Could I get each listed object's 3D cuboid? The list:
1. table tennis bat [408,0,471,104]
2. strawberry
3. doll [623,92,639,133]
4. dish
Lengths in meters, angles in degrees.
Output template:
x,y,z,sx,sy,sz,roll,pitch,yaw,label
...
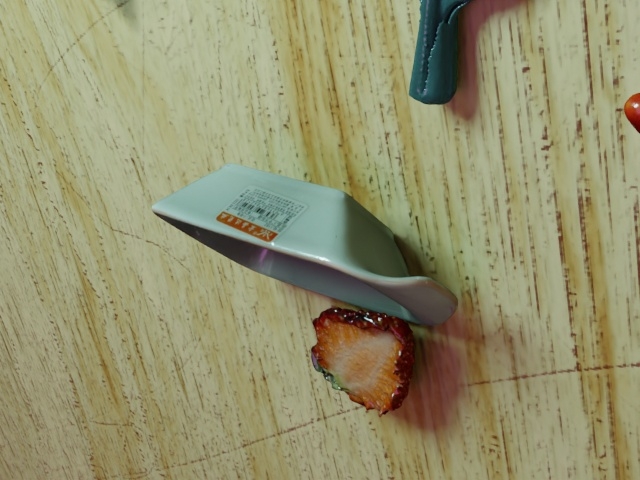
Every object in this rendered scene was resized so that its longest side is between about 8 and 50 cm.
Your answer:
x,y,z,sx,sy,sz,roll,pitch,yaw,label
0.079,-0.181,0.639,0.124,0.033,0.201,25,129,32,table tennis bat
0.042,0.093,0.838,0.104,0.048,0.152,50,148,4,strawberry
0.225,-0.023,0.495,0.142,0.076,0.245,32,177,30,doll
0.000,0.000,0.778,0.234,0.064,0.154,17,169,34,dish
